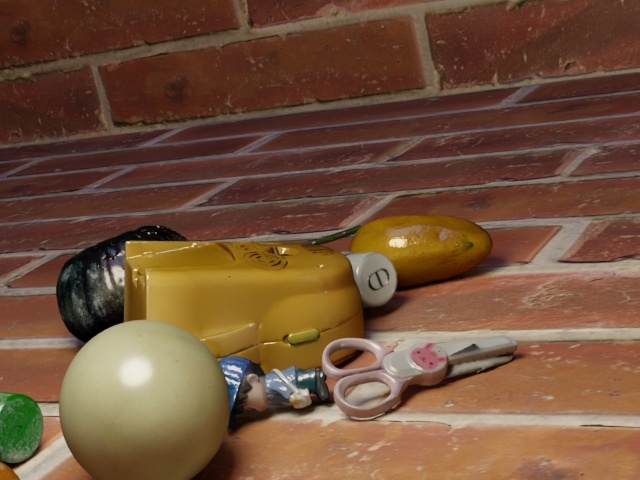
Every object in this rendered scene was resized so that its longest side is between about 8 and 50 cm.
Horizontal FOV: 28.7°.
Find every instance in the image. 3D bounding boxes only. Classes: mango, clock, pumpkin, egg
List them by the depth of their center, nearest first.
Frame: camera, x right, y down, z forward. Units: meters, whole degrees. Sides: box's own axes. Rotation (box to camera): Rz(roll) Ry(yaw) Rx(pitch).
[{"bbox_3d":[-0.198,0.181,1.403,0.188,0.189,0.253,-15,10,-11],"label":"egg"},{"bbox_3d":[-0.098,0.094,1.685,0.316,0.200,0.244,-7,16,-14],"label":"clock"},{"bbox_3d":[0.149,0.015,1.902,0.227,0.109,0.147,-5,-8,25],"label":"mango"},{"bbox_3d":[-0.292,0.070,1.930,0.233,0.163,0.233,-20,7,3],"label":"pumpkin"}]

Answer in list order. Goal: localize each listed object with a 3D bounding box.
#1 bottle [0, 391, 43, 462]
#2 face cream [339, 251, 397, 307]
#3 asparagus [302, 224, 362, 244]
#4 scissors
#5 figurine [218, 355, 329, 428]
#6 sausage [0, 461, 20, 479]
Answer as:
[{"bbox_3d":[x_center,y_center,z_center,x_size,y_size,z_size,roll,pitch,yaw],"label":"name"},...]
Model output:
[{"bbox_3d":[-0.504,0.234,1.634,0.330,0.093,0.093,-2,18,34],"label":"bottle"},{"bbox_3d":[-0.009,0.069,1.904,0.143,0.089,0.314,-23,8,-36],"label":"face cream"},{"bbox_3d":[0.000,0.000,2.247,0.162,0.016,0.016,-17,42,-16],"label":"asparagus"},{"bbox_3d":[0.125,0.150,1.520,0.242,0.031,0.118,-10,43,-14],"label":"scissors"},{"bbox_3d":[-0.065,0.179,1.528,0.149,0.087,0.086,-8,-3,-1],"label":"figurine"},{"bbox_3d":[-0.464,0.289,1.439,0.302,0.076,0.103,-8,23,21],"label":"sausage"}]
